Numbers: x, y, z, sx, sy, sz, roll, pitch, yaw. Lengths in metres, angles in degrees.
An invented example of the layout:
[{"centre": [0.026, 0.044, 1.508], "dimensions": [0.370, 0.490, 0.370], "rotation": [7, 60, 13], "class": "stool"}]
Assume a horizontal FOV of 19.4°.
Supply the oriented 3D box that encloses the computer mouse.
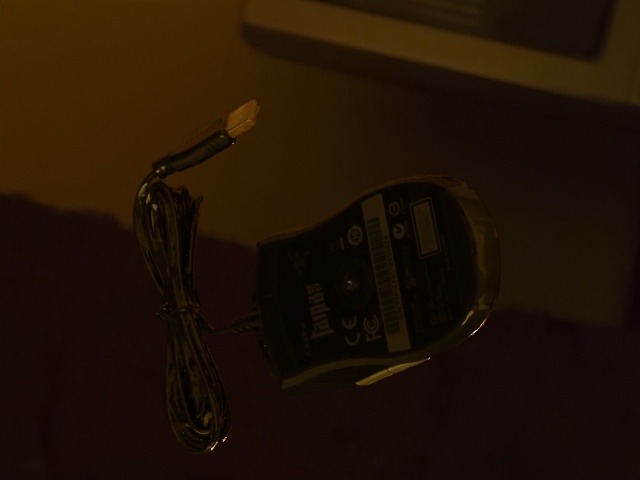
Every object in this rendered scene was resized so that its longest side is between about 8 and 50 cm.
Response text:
[{"centre": [0.000, 0.000, 1.041], "dimensions": [0.060, 0.262, 0.184], "rotation": [3, -113, -46], "class": "computer mouse"}]
